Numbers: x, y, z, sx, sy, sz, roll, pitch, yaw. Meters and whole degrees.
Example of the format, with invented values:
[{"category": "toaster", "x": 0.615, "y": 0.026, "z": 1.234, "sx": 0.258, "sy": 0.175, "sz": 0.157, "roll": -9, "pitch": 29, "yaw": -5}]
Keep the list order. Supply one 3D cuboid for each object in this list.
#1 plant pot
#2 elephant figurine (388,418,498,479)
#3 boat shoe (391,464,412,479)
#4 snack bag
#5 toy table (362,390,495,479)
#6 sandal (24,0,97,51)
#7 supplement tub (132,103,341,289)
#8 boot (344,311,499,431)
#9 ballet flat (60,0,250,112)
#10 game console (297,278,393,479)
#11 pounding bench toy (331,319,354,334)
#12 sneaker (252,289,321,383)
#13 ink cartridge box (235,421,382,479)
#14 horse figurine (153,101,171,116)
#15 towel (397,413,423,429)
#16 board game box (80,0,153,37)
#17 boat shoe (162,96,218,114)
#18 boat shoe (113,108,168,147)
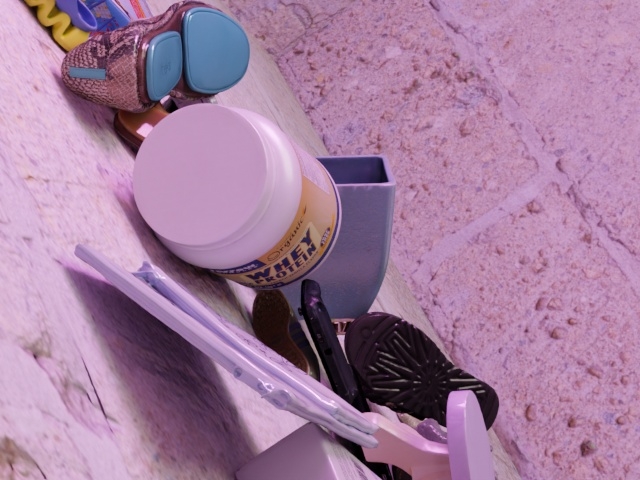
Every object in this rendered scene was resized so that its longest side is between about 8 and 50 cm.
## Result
[{"category": "plant pot", "x": 0.000, "y": 0.000, "z": 2.053, "sx": 0.248, "sy": 0.247, "sz": 0.252, "roll": -92, "pitch": -179, "yaw": -75}, {"category": "elephant figurine", "x": 0.219, "y": 0.394, "z": 2.056, "sx": 0.186, "sy": 0.169, "sz": 0.239, "roll": 54, "pitch": 10, "yaw": 26}, {"category": "boat shoe", "x": 0.225, "y": 0.475, "z": 1.874, "sx": 0.355, "sy": 0.132, "sz": 0.130, "roll": 58, "pitch": 12, "yaw": -19}, {"category": "snack bag", "x": -0.099, "y": 0.116, "z": 1.350, "sx": 0.323, "sy": 0.037, "sz": 0.342, "roll": 34, "pitch": -3, "yaw": 25}, {"category": "toy table", "x": 0.156, "y": 0.341, "z": 1.700, "sx": 0.252, "sy": 0.161, "sz": 0.274, "roll": -56, "pitch": 136, "yaw": -65}, {"category": "sandal", "x": -0.416, "y": -0.433, "z": 1.754, "sx": 0.317, "sy": 0.138, "sz": 0.126, "roll": 47, "pitch": 14, "yaw": -38}, {"category": "supplement tub", "x": -0.115, "y": -0.059, "z": 1.701, "sx": 0.228, "sy": 0.228, "sz": 0.316, "roll": 59, "pitch": 9, "yaw": 18}, {"category": "boot", "x": 0.128, "y": 0.228, "z": 2.126, "sx": 0.348, "sy": 0.131, "sz": 0.260, "roll": 39, "pitch": -10, "yaw": -27}, {"category": "ballet flat", "x": -0.266, "y": -0.294, "z": 1.868, "sx": 0.483, "sy": 0.182, "sz": 0.164, "roll": -42, "pitch": 135, "yaw": -70}, {"category": "game console", "x": 0.033, "y": 0.216, "z": 1.843, "sx": 0.213, "sy": 0.044, "sz": 0.361, "roll": -108, "pitch": 178, "yaw": -63}, {"category": "pounding bench toy", "x": 0.040, "y": 0.143, "z": 2.295, "sx": 0.052, "sy": 0.065, "sz": 0.083, "roll": 34, "pitch": 54, "yaw": -71}, {"category": "sneaker", "x": -0.048, "y": 0.164, "z": 1.820, "sx": 0.086, "sy": 0.064, "sz": 0.192, "roll": 56, "pitch": 7, "yaw": -48}, {"category": "ink cartridge box", "x": 0.045, "y": 0.364, "z": 1.357, "sx": 0.278, "sy": 0.117, "sz": 0.201, "roll": 47, "pitch": 12, "yaw": -44}, {"category": "horse figurine", "x": -0.246, "y": -0.169, "z": 1.951, "sx": 0.263, "sy": 0.066, "sz": 0.174, "roll": 50, "pitch": 2, "yaw": -17}, {"category": "towel", "x": 0.192, "y": 0.370, "z": 2.494, "sx": 0.110, "sy": 0.027, "sz": 0.148, "roll": 53, "pitch": 9, "yaw": -13}, {"category": "board game box", "x": -0.398, "y": -0.440, "z": 2.052, "sx": 0.302, "sy": 0.086, "sz": 0.308, "roll": 46, "pitch": 13, "yaw": -52}, {"category": "boat shoe", "x": -0.250, "y": -0.238, "z": 2.121, "sx": 0.083, "sy": 0.076, "sz": 0.226, "roll": 69, "pitch": -18, "yaw": -7}, {"category": "boat shoe", "x": -0.233, "y": -0.145, "z": 1.845, "sx": 0.207, "sy": 0.073, "sz": 0.073, "roll": 22, "pitch": 47, "yaw": -29}]
